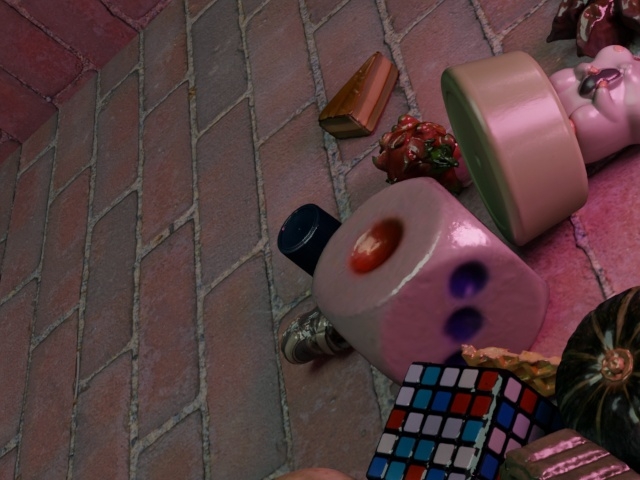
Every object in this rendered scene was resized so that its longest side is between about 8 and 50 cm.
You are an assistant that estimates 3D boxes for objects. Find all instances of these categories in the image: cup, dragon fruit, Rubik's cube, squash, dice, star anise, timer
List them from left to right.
[{"bbox_3d":[-0.005,0.009,2.084,0.150,0.138,0.113,16,71,56],"label":"cup"},{"bbox_3d":[0.188,-0.141,1.989,0.236,0.137,0.135,15,86,58],"label":"dragon fruit"},{"bbox_3d":[0.163,0.072,1.709,0.259,0.251,0.243,-47,31,9],"label":"dice"},{"bbox_3d":[0.204,0.281,1.513,0.187,0.184,0.182,-4,56,51],"label":"Rubik's cube"},{"bbox_3d":[0.376,-0.181,1.721,0.315,0.290,0.290,-23,36,2],"label":"timer"},{"bbox_3d":[0.500,-0.428,1.896,0.315,0.108,0.315,-25,49,32],"label":"star anise"},{"bbox_3d":[0.404,0.174,1.382,0.252,0.165,0.252,-33,41,35],"label":"squash"}]

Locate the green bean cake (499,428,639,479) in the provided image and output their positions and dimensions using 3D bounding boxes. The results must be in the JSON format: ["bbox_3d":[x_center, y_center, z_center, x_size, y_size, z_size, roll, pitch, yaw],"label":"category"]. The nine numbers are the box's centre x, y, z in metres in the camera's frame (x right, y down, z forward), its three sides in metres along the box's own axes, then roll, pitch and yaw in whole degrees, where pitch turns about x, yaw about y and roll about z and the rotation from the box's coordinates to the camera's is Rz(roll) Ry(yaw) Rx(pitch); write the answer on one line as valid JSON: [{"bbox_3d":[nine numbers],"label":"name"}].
[{"bbox_3d":[0.298,0.357,1.296,0.125,0.227,0.222,-17,27,-26],"label":"green bean cake"}]

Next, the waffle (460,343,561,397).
[{"bbox_3d":[0.301,0.161,1.574,0.191,0.125,0.032,-30,11,34],"label":"waffle"}]

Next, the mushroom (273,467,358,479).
[{"bbox_3d":[-0.022,0.460,1.577,0.356,0.315,0.315,114,177,-65],"label":"mushroom"}]

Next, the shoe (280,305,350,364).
[{"bbox_3d":[0.018,0.156,1.969,0.180,0.089,0.092,-44,34,-1],"label":"shoe"}]

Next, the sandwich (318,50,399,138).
[{"bbox_3d":[0.075,-0.296,2.334,0.113,0.079,0.163,-2,58,50],"label":"sandwich"}]
